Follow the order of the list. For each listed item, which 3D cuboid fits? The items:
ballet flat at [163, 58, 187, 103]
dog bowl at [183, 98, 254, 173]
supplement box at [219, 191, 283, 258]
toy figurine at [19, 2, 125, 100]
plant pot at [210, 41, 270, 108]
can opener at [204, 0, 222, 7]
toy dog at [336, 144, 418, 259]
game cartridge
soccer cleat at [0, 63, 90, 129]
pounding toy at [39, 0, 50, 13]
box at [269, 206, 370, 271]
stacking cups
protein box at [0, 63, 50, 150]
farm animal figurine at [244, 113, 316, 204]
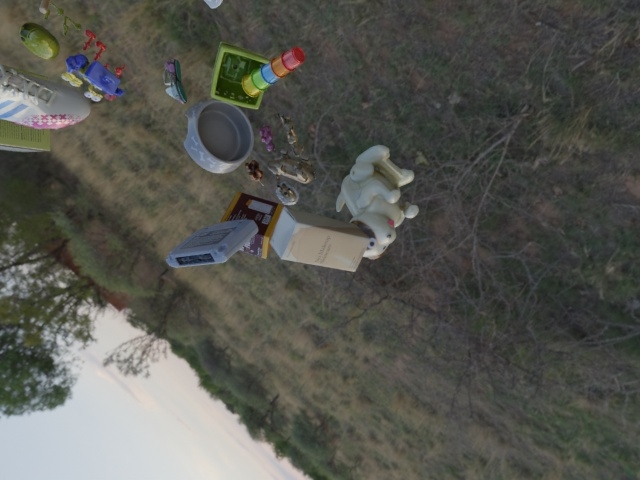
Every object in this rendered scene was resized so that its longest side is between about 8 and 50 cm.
[{"bbox_3d":[-0.626,-0.670,1.880,0.077,0.079,0.222,50,-156,-75],"label":"ballet flat"},{"bbox_3d":[-0.463,-0.494,2.049,0.102,0.349,0.349,-8,127,47],"label":"dog bowl"},{"bbox_3d":[-0.272,-0.062,1.730,0.194,0.191,0.129,16,137,2],"label":"supplement box"},{"bbox_3d":[-0.776,-0.605,1.497,0.217,0.191,0.362,29,173,28],"label":"toy figurine"},{"bbox_3d":[-0.374,-0.758,1.991,0.228,0.227,0.207,-67,28,29],"label":"plant pot"},{"bbox_3d":[-0.380,-0.788,1.248,0.280,0.093,0.074,40,141,-24],"label":"can opener"},{"bbox_3d":[0.203,-0.131,1.841,0.395,0.408,0.284,-16,145,29],"label":"toy dog"},{"bbox_3d":[-0.348,0.006,1.436,0.297,0.198,0.062,-7,115,38],"label":"game cartridge"},{"bbox_3d":[-0.693,-0.332,0.990,0.143,0.331,0.116,-35,68,49],"label":"soccer cleat"},{"bbox_3d":[-0.448,-0.493,0.790,0.206,0.094,0.181,20,106,59],"label":"pounding toy"},{"bbox_3d":[0.000,0.000,1.511,0.311,0.148,0.121,10,-157,-33],"label":"box"},{"bbox_3d":[-0.186,-0.663,1.746,0.316,0.096,0.096,-6,129,46],"label":"stacking cups"},{"bbox_3d":[-0.834,-0.338,1.127,0.135,0.200,0.201,3,-175,25],"label":"protein box"},{"bbox_3d":[-0.149,-0.350,1.930,0.326,0.330,0.172,36,173,16],"label":"farm animal figurine"}]
